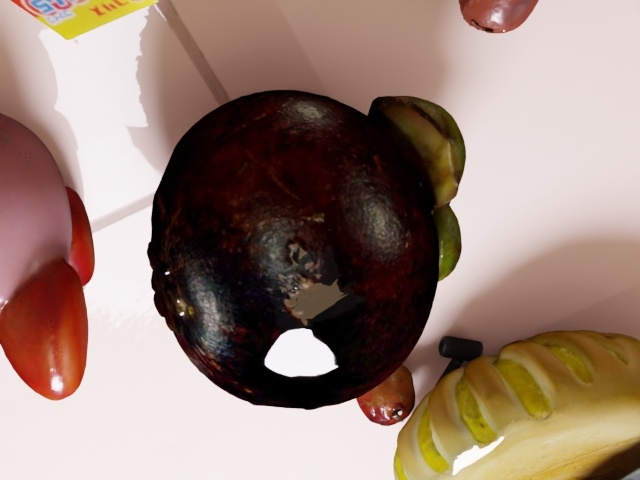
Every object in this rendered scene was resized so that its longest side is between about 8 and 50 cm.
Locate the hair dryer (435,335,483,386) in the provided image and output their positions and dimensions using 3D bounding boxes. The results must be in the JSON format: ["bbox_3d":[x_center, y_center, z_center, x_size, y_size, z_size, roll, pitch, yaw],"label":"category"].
[{"bbox_3d":[0.149,0.143,2.100,0.047,0.026,0.083,11,133,-19],"label":"hair dryer"}]

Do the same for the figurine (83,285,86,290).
[{"bbox_3d":[-0.279,0.048,1.900,0.083,0.050,0.047,7,133,-18],"label":"figurine"}]

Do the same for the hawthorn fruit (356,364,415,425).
[{"bbox_3d":[0.073,0.174,2.073,0.077,0.077,0.077,-7,130,-8],"label":"hawthorn fruit"}]

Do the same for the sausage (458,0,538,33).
[{"bbox_3d":[0.182,-0.256,1.742,0.076,0.076,0.141,15,124,-24],"label":"sausage"}]

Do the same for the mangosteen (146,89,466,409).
[{"bbox_3d":[-0.013,0.004,1.769,0.330,0.330,0.330,-7,130,-8],"label":"mangosteen"}]

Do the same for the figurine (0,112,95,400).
[{"bbox_3d":[-0.325,-0.019,1.722,0.261,0.269,0.211,13,119,-9],"label":"figurine"}]

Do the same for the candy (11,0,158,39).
[{"bbox_3d":[-0.267,-0.289,1.558,0.146,0.088,0.276,-14,142,43],"label":"candy"}]

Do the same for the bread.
[{"bbox_3d":[0.239,0.205,2.068,0.333,0.160,0.333,-14,147,-9],"label":"bread"}]

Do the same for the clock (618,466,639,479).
[{"bbox_3d":[0.402,0.315,2.141,0.386,0.076,0.386,-29,161,-11],"label":"clock"}]
